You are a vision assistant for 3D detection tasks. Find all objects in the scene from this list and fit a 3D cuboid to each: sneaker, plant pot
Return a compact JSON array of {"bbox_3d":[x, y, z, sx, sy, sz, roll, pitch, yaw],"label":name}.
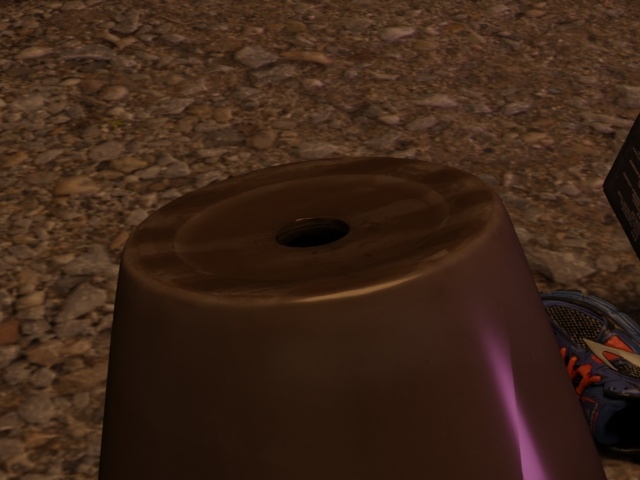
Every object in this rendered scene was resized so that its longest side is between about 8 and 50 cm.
[{"bbox_3d":[0.213,0.106,1.076,0.221,0.083,0.087,25,39,32],"label":"sneaker"},{"bbox_3d":[0.010,0.117,0.768,0.323,0.280,0.323,-7,22,3],"label":"plant pot"}]

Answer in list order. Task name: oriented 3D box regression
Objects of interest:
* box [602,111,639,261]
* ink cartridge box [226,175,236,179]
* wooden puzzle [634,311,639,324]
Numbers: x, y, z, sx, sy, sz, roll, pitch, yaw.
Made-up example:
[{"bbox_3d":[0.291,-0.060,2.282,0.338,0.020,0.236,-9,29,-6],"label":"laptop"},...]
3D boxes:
[{"bbox_3d":[0.421,0.064,1.069,0.318,0.097,0.395,6,38,-20],"label":"box"},{"bbox_3d":[0.000,0.000,1.253,0.206,0.045,0.208,13,30,13],"label":"ink cartridge box"},{"bbox_3d":[0.368,0.080,1.174,0.221,0.044,0.239,22,35,26],"label":"wooden puzzle"}]
